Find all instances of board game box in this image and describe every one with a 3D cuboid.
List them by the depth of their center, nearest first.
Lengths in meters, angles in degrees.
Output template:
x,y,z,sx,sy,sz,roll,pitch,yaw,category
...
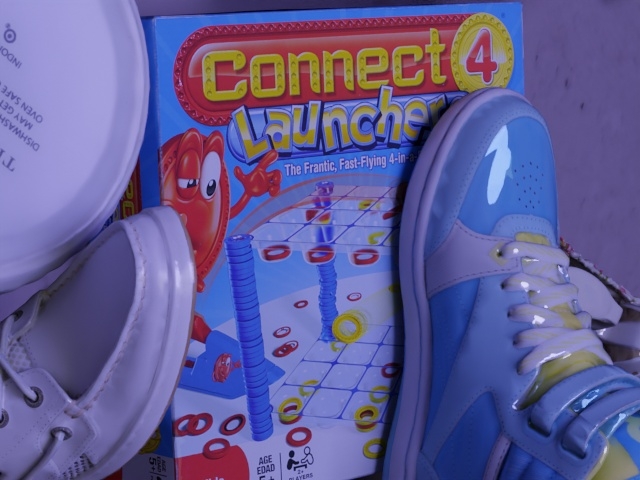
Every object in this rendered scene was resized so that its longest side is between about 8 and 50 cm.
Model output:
x,y,z,sx,sy,sz,roll,pitch,yaw,category
0.000,0.000,1.223,0.308,0.086,0.302,-9,100,-38,board game box

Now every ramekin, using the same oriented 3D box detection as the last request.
x,y,z,sx,sy,sz,roll,pitch,yaw,category
-0.212,-0.086,1.006,0.273,0.127,0.273,0,90,-42,ramekin

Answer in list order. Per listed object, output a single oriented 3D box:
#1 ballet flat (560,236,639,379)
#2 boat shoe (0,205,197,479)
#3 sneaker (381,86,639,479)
x,y,z,sx,sy,sz,roll,pitch,yaw,category
0.203,0.062,1.400,0.241,0.077,0.091,30,74,-37,ballet flat
-0.157,0.087,1.019,0.096,0.098,0.277,10,131,-31,boat shoe
0.149,0.065,1.160,0.127,0.208,0.319,2,92,-38,sneaker
